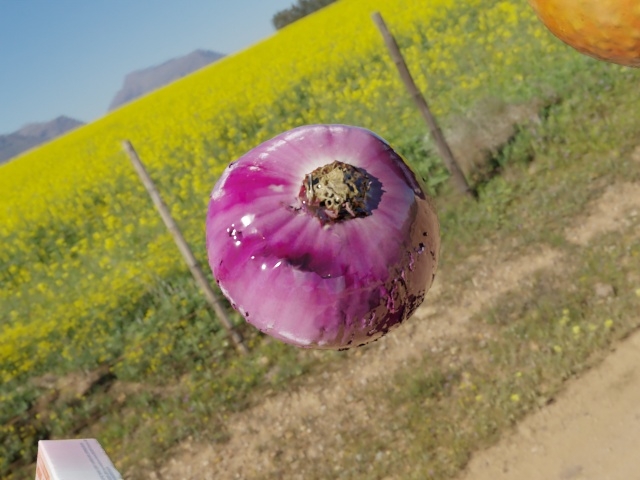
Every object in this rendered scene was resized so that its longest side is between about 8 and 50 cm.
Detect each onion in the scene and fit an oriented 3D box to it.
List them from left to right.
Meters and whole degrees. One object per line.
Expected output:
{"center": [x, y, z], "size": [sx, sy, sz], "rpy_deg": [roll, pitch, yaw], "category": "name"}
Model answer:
{"center": [0.000, 0.000, 0.403], "size": [0.115, 0.115, 0.104], "rpy_deg": [-32, -11, -25], "category": "onion"}

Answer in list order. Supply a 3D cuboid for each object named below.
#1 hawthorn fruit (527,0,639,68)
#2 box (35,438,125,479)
{"center": [0.242, -0.277, 0.595], "size": [0.275, 0.299, 0.275], "rpy_deg": [-22, 4, 2], "category": "hawthorn fruit"}
{"center": [-0.162, 0.188, 0.553], "size": [0.043, 0.089, 0.125], "rpy_deg": [5, -2, -24], "category": "box"}
